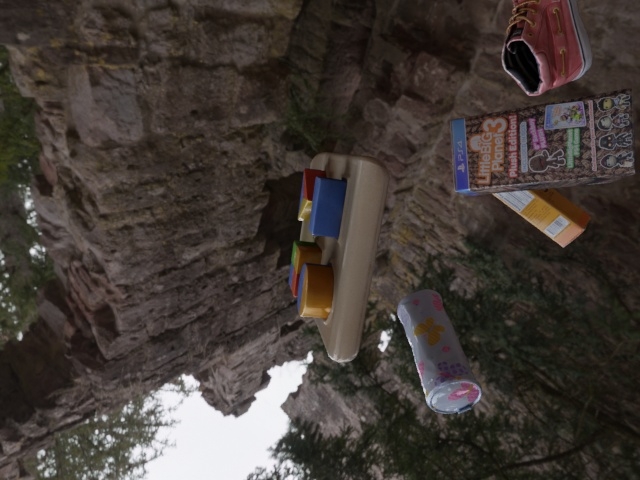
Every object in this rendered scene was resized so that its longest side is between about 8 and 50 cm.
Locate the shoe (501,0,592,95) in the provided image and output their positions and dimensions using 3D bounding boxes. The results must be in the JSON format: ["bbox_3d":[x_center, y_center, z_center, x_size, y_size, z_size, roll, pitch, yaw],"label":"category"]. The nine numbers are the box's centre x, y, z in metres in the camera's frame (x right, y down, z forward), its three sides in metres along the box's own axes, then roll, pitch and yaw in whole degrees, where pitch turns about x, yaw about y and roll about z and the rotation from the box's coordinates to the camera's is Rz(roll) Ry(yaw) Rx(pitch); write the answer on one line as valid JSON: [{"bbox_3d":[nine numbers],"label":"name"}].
[{"bbox_3d":[0.253,-0.265,0.500,0.081,0.178,0.063,-28,-173,-14],"label":"shoe"}]

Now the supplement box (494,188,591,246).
[{"bbox_3d":[0.550,-0.094,1.063,0.233,0.080,0.078,44,-131,13],"label":"supplement box"}]

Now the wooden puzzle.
[{"bbox_3d":[0.000,0.000,0.773,0.080,0.323,0.348,6,-169,-16],"label":"wooden puzzle"}]

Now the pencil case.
[{"bbox_3d":[0.253,0.235,0.925,0.113,0.124,0.273,-20,-145,8],"label":"pencil case"}]

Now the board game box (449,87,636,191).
[{"bbox_3d":[0.431,-0.177,0.844,0.290,0.141,0.232,-3,-178,28],"label":"board game box"}]
